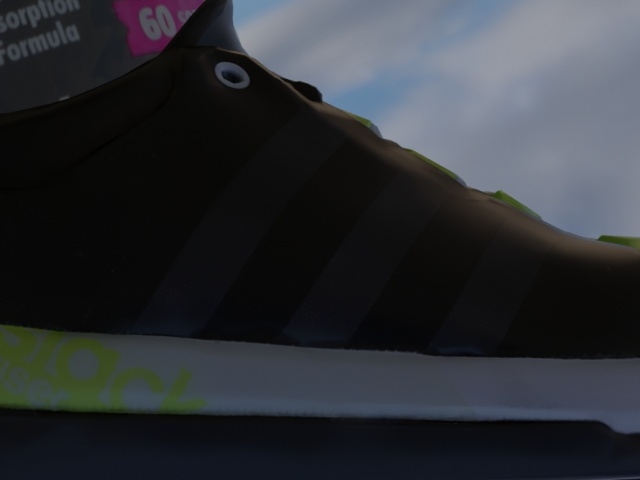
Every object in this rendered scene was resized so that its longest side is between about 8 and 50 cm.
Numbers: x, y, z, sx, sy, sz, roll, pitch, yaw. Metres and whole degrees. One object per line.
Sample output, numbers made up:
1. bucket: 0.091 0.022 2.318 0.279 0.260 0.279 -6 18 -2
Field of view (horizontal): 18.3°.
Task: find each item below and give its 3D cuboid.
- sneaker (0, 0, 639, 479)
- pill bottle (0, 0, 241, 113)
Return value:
1. sneaker: 0.000 0.000 0.349 0.234 0.097 0.084 2 165 -22
2. pill bottle: -0.125 -0.094 0.654 0.162 0.278 0.162 -22 178 -1
